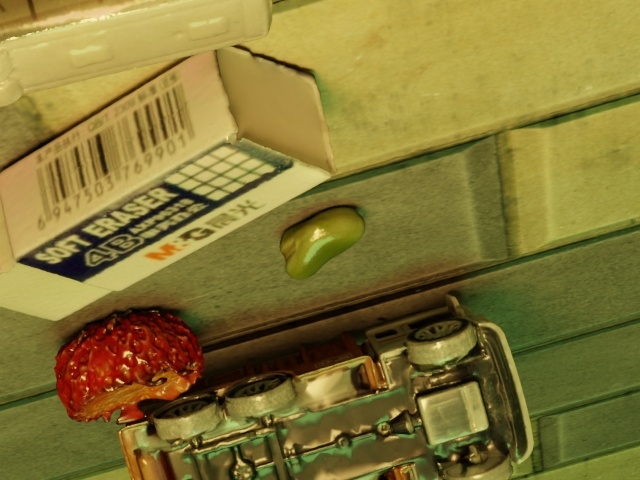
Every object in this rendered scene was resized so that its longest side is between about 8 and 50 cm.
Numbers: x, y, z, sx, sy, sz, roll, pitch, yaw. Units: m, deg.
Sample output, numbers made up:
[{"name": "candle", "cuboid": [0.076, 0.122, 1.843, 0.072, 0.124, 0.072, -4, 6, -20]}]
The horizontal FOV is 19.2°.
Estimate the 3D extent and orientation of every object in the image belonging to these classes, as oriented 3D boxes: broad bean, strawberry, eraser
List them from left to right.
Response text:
[{"name": "strawberry", "cuboid": [-0.177, 0.114, 1.743, 0.145, 0.086, 0.145, -12, 161, -4]}, {"name": "eraser", "cuboid": [-0.137, -0.037, 1.381, 0.287, 0.086, 0.130, -27, 155, 29]}, {"name": "broad bean", "cuboid": [0.000, 0.000, 1.636, 0.083, 0.045, 0.063, -33, 156, 22]}]

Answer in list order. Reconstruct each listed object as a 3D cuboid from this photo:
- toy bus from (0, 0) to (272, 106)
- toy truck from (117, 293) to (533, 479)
[{"name": "toy bus", "cuboid": [-0.161, -0.139, 1.073, 0.268, 0.106, 0.092, -14, 158, -4]}, {"name": "toy truck", "cuboid": [0.003, 0.183, 1.892, 0.387, 0.173, 0.207, -16, -167, -2]}]
